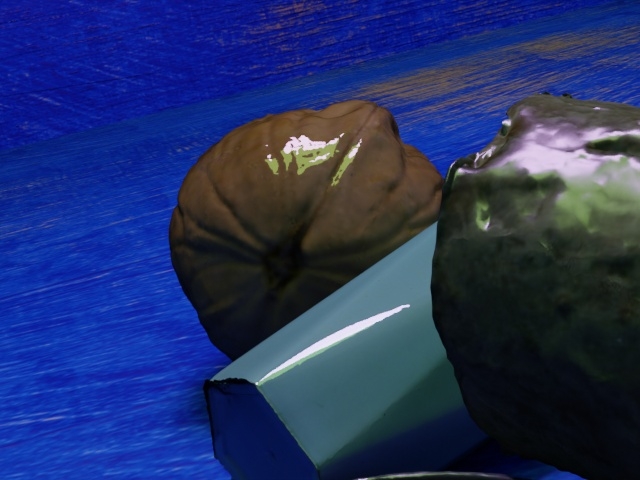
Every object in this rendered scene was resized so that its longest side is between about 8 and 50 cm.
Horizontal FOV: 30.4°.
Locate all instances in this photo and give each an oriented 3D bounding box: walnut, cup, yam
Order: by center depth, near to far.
[{"bbox_3d":[0.210,0.044,0.500,0.300,0.195,0.195,14,28,39],"label":"yam"},{"bbox_3d":[0.054,0.070,0.691,0.235,0.148,0.134,-26,6,-34],"label":"cup"},{"bbox_3d":[0.000,0.000,0.878,0.227,0.228,0.228,-11,15,3],"label":"walnut"}]

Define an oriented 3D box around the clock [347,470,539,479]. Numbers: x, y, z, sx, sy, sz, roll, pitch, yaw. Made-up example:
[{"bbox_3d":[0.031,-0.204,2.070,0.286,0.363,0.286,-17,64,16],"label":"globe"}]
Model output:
[{"bbox_3d":[0.019,0.181,0.462,0.280,0.056,0.280,-11,15,3],"label":"clock"}]
